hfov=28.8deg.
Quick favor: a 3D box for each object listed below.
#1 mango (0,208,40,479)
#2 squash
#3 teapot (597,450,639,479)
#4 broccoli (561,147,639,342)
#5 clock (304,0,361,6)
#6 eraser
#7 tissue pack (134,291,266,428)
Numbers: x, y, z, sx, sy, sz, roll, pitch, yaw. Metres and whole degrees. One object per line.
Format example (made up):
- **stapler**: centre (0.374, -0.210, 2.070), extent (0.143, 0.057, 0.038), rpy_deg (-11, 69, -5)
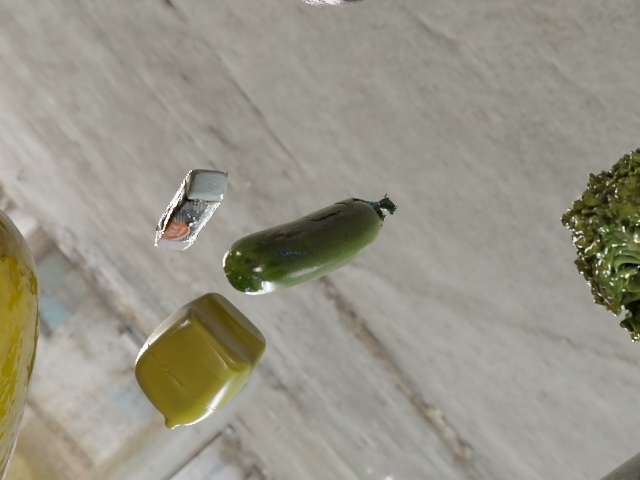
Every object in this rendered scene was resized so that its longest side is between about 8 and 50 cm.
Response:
- **mango**: centre (-0.315, 0.143, 0.815), extent (0.220, 0.445, 0.301), rpy_deg (22, -146, -15)
- **squash**: centre (-0.001, 0.001, 1.590), extent (0.087, 0.331, 0.087), rpy_deg (13, 112, 34)
- **teapot**: centre (0.339, 0.423, 1.426), extent (0.362, 0.376, 0.305), rpy_deg (-27, 102, 34)
- **broccoli**: centre (0.334, 0.030, 1.240), extent (0.180, 0.273, 0.242), rpy_deg (-13, 145, 30)
- **clock**: centre (-0.019, -0.346, 1.253), extent (0.056, 0.244, 0.244), rpy_deg (-25, 112, 32)
- **eraser**: centre (-0.084, -0.018, 0.807), extent (0.099, 0.027, 0.019), rpy_deg (135, 136, -59)
- **tissue pack**: centre (-0.148, 0.144, 1.489), extent (0.123, 0.127, 0.178), rpy_deg (47, -169, -1)
